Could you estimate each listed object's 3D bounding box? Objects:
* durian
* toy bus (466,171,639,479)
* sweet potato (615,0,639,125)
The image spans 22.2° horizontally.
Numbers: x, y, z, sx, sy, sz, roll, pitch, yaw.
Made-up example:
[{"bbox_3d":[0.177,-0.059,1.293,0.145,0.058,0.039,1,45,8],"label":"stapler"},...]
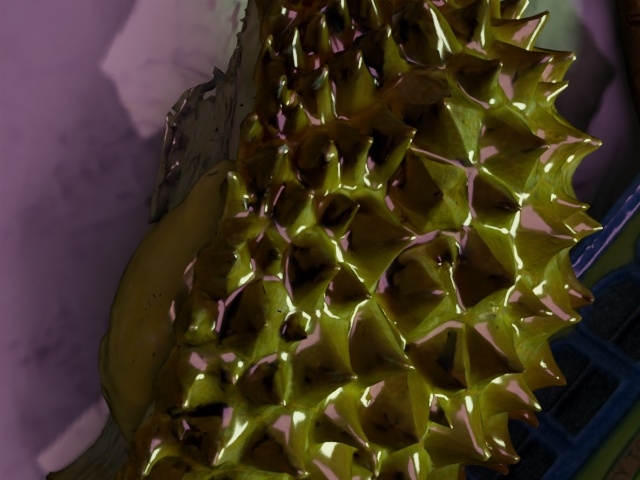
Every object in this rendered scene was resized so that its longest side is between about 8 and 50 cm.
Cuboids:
[{"bbox_3d":[0.000,0.000,0.588,0.172,0.166,0.306,-1,111,-31],"label":"durian"},{"bbox_3d":[0.144,0.115,0.639,0.152,0.190,0.312,40,89,-31],"label":"toy bus"},{"bbox_3d":[0.147,-0.138,0.688,0.075,0.075,0.269,-5,109,-18],"label":"sweet potato"}]
